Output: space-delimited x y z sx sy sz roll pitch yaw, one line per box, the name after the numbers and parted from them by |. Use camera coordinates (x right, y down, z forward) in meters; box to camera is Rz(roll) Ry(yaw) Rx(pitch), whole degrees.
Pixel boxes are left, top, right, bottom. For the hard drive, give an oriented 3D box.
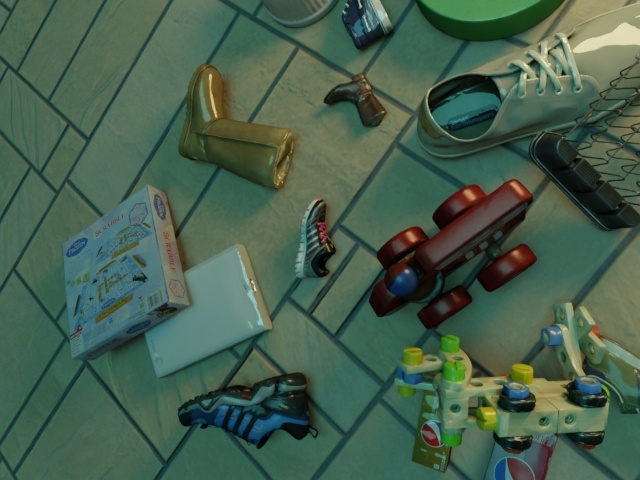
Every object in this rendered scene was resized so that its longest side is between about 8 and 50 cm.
-0.273 0.164 1.073 0.308 0.040 0.203 -27 74 18 | hard drive

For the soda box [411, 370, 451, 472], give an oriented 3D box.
0.211 0.304 0.834 0.061 0.058 0.181 10 87 23 | soda box

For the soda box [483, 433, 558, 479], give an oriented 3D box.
0.306 0.406 0.761 0.084 0.092 0.263 17 91 27 | soda box

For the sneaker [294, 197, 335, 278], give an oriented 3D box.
0.000 0.000 0.962 0.075 0.063 0.170 12 94 25 | sneaker

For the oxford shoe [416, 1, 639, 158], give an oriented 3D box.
0.373 -0.267 0.795 0.450 0.130 0.169 -20 74 19 | oxford shoe

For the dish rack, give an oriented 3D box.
0.493 -0.168 0.724 0.208 0.074 0.271 42 96 -8 | dish rack

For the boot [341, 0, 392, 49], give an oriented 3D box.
0.073 -0.498 0.982 0.086 0.069 0.189 -26 76 16 | boot

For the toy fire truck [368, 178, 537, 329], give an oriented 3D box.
0.199 0.025 0.765 0.302 0.254 0.169 -37 71 15 | toy fire truck

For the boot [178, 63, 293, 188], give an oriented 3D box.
-0.178 -0.260 1.061 0.270 0.089 0.236 18 102 24 | boot

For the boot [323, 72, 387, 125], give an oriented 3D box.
0.072 -0.275 0.979 0.106 0.037 0.114 -30 78 20 | boot

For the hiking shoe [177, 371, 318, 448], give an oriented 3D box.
-0.162 0.363 0.960 0.304 0.113 0.132 -18 76 21 | hiking shoe

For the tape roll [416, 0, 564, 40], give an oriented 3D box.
0.322 -0.542 0.877 0.321 0.077 0.321 -3 83 23 | tape roll

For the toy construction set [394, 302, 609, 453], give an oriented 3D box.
0.288 0.209 0.707 0.328 0.215 0.151 -16 100 -3 | toy construction set

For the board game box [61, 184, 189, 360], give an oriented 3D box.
-0.480 0.077 1.131 0.319 0.066 0.317 -29 63 18 | board game box

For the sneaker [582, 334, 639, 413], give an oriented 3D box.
0.494 0.236 0.717 0.192 0.064 0.086 39 101 28 | sneaker

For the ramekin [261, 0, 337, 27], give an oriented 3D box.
-0.058 -0.591 1.030 0.207 0.109 0.207 -3 82 24 | ramekin
